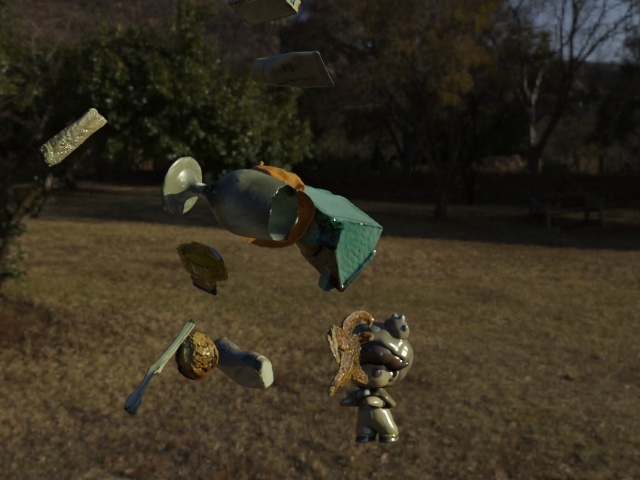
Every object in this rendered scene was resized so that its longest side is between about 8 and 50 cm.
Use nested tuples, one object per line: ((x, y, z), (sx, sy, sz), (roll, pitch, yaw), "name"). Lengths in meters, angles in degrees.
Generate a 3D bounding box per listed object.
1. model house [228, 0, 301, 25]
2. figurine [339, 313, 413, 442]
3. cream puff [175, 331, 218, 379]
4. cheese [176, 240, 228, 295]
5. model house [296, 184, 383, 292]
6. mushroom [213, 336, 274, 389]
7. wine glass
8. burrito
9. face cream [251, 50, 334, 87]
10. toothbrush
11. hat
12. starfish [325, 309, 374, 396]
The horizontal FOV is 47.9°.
((-0.182, -0.904, 2.542), (0.271, 0.206, 0.178), (-1, -26, 41), "model house")
((0.168, 0.409, 2.156), (0.248, 0.380, 0.203), (-11, -17, 41), "figurine")
((-0.334, 0.315, 1.969), (0.104, 0.133, 0.119), (6, 11, 35), "cream puff")
((-0.361, 0.087, 2.205), (0.177, 0.270, 0.069), (23, 55, 9), "cheese")
((0.000, 0.000, 2.203), (0.230, 0.248, 0.280), (11, 21, -37), "model house")
((-0.251, 0.376, 2.221), (0.109, 0.097, 0.351), (-40, 31, -25), "mushroom")
((-0.165, -0.076, 1.321), (0.241, 0.126, 0.126), (16, 14, 24), "wine glass")
((-0.561, -0.235, 1.630), (0.171, 0.051, 0.042), (-44, 25, -19), "burrito")
((-0.077, -0.446, 1.892), (0.224, 0.114, 0.070), (10, 57, 35), "face cream")
((-0.324, 0.249, 1.473), (0.026, 0.028, 0.294), (3, 33, 17), "toothbrush")
((-0.145, -0.140, 2.078), (0.233, 0.233, 0.244), (-28, -37, 14), "hat")
((0.045, 0.204, 1.307), (0.053, 0.150, 0.209), (-17, 28, 29), "starfish")
